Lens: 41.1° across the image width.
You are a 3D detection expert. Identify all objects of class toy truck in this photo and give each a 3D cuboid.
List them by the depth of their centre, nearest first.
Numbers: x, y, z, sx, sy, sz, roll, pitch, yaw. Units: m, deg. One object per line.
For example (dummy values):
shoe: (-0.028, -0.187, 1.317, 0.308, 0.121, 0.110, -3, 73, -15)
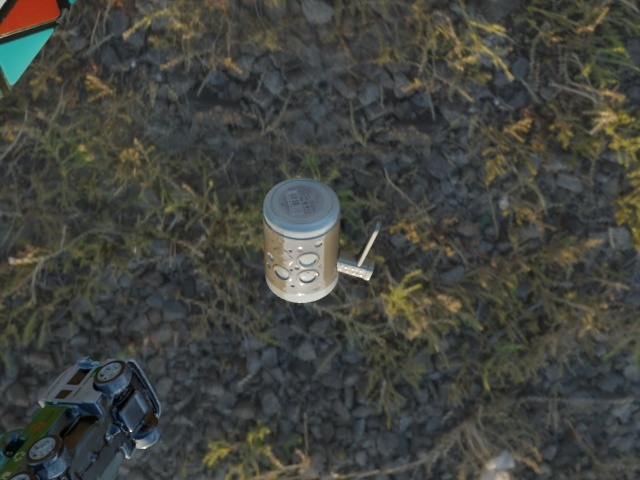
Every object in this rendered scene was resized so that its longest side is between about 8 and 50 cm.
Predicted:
toy truck: (-0.401, 0.337, 1.301, 0.178, 0.363, 0.176, 2, 128, 32)

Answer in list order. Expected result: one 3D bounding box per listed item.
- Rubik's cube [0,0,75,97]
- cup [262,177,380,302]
Rubik's cube: (-0.340, -0.147, 0.740, 0.284, 0.250, 0.234, 8, 126, -8)
cup: (-0.006, 0.004, 0.777, 0.102, 0.074, 0.099, 28, 144, 23)
